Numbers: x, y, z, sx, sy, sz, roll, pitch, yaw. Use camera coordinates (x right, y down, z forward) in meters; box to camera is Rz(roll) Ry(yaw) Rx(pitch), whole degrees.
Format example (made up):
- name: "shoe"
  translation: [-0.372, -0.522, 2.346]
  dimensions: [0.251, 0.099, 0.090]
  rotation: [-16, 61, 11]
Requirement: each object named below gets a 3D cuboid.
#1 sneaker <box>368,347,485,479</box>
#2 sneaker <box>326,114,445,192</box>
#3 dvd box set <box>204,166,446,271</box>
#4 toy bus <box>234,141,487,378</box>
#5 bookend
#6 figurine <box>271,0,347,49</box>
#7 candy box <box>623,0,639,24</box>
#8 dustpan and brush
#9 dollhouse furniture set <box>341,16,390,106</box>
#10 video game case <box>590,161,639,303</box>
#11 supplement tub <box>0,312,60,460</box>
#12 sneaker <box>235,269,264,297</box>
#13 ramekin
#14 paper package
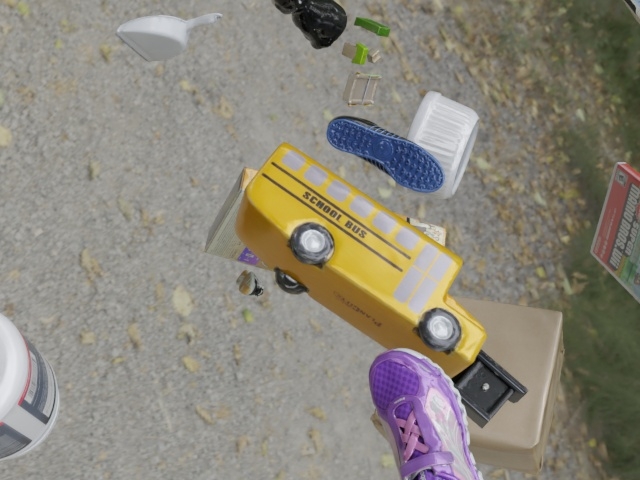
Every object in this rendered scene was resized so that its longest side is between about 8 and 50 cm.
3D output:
- name: "sneaker"
  translation: [0.115, 0.229, 0.895]
  dimensions: [0.104, 0.095, 0.236]
  rotation: [6, 59, -66]
- name: "sneaker"
  translation: [0.121, -0.165, 1.504]
  dimensions: [0.232, 0.081, 0.090]
  rotation: [28, 19, -2]
- name: "dvd box set"
  translation: [0.000, 0.000, 1.688]
  dimensions: [0.420, 0.307, 0.062]
  rotation: [16, 62, -13]
- name: "toy bus"
  translation: [0.052, 0.031, 1.011]
  dimensions: [0.333, 0.108, 0.130]
  rotation: [34, 60, 3]
- name: "bookend"
  translation: [0.205, 0.241, 1.279]
  dimensions: [0.156, 0.072, 0.157]
  rotation: [42, 74, 16]
- name: "figurine"
  translation: [-0.070, -0.470, 1.515]
  dimensions: [0.215, 0.092, 0.209]
  rotation: [49, 13, 20]
- name: "candy box"
  translation: [0.484, -0.227, 1.038]
  dimensions: [0.159, 0.071, 0.233]
  rotation: [2, 53, -60]
- name: "dustpan and brush"
  translation: [-0.306, -0.444, 1.753]
  dimensions: [0.147, 0.211, 0.060]
  rotation: [37, 54, -66]
- name: "dollhouse furniture set"
  translation: [0.072, -0.321, 1.497]
  dimensions: [0.059, 0.151, 0.076]
  rotation: [33, 28, 35]
- name: "video game case"
  translation: [0.594, 0.009, 1.501]
  dimensions: [0.025, 0.204, 0.285]
  rotation: [-3, 31, -14]
- name: "supplement tub"
  translation: [-0.495, 0.217, 1.206]
  dimensions: [0.191, 0.272, 0.191]
  rotation: [1, 67, -3]
- name: "sneaker"
  translation: [-0.092, 0.063, 1.141]
  dimensions: [0.037, 0.083, 0.032]
  rotation: [37, 91, -13]
- name: "ramekin"
  translation: [0.232, -0.178, 1.612]
  dimensions: [0.109, 0.207, 0.207]
  rotation: [20, 48, 12]
- name: "paper package"
  translation: [0.308, 0.280, 1.679]
  dimensions: [0.168, 0.325, 0.309]
  rotation: [63, 40, -53]
